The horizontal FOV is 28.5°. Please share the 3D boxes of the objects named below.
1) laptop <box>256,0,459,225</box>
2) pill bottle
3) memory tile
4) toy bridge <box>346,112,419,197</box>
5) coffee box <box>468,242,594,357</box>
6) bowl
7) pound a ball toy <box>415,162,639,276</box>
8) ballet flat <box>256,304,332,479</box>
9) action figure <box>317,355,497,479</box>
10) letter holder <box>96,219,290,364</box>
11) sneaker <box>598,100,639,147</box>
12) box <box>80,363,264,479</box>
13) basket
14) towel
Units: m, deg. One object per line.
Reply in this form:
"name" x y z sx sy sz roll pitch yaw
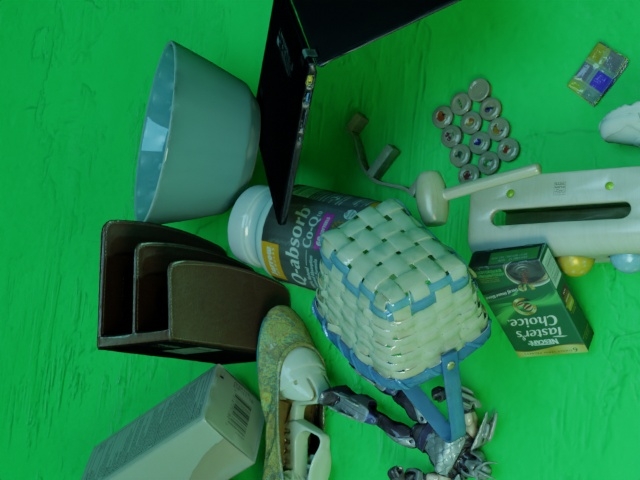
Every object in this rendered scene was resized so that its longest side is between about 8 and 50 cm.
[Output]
"laptop" 0.056 -0.278 1.943 0.382 0.236 0.408 -105 24 -59
"pill bottle" 0.000 0.000 1.960 0.278 0.162 0.162 13 89 36
"memory tile" 0.235 -0.164 1.917 0.113 0.012 0.148 -33 63 26
"toy bridge" 0.100 -0.123 1.996 0.063 0.026 0.188 -53 57 18
"coffee box" 0.291 0.085 1.733 0.113 0.184 0.040 -8 40 33
"bowl" -0.199 -0.162 2.088 0.311 0.163 0.312 -170 90 -74
"pound a ball toy" 0.310 -0.022 1.716 0.319 0.208 0.136 -4 79 34
"ballet flat" -0.030 0.275 1.952 0.123 0.123 0.349 -2 85 35
"action figure" 0.140 0.277 1.849 0.285 0.099 0.185 31 89 31
"letter holder" -0.193 0.074 1.996 0.152 0.301 0.215 -9 76 34
"sneaker" 0.481 -0.128 1.691 0.232 0.090 0.115 4 87 37
"box" -0.247 0.351 2.059 0.311 0.121 0.148 -34 23 27
"basket" 0.114 0.112 1.716 0.255 0.201 0.289 46 151 40
"towel" 0.399 -0.242 1.817 0.060 0.009 0.083 45 107 32
